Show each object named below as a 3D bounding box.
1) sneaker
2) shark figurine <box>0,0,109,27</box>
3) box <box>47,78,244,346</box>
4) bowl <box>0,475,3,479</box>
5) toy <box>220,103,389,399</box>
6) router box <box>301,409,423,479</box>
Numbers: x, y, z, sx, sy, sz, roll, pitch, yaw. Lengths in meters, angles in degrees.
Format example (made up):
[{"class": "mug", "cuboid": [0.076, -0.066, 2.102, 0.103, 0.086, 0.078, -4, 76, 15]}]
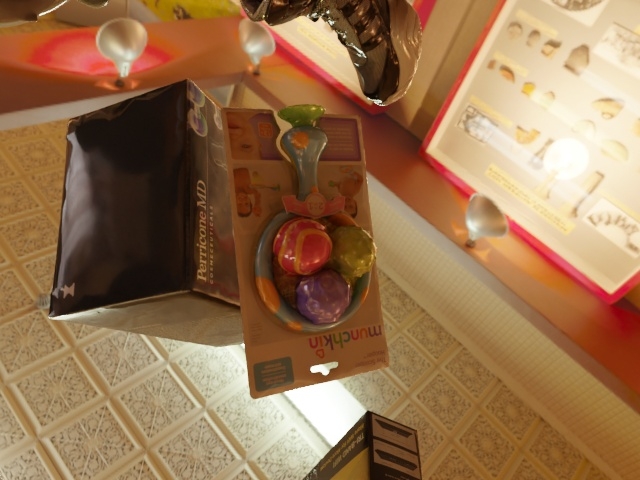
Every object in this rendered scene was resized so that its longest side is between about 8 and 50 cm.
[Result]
[{"class": "sneaker", "cuboid": [0.005, -0.221, 0.458, 0.153, 0.268, 0.101, -30, -125, -9]}, {"class": "shark figurine", "cuboid": [-0.338, -0.216, 0.442, 0.279, 0.166, 0.116, 3, -119, -21]}, {"class": "box", "cuboid": [-0.183, -0.003, 0.779, 0.212, 0.395, 0.293, -12, -110, 18]}, {"class": "bowl", "cuboid": [-0.390, 0.263, 0.441, 0.156, 0.289, 0.289, -31, -115, -34]}, {"class": "toy", "cuboid": [0.000, 0.000, 0.404, 0.137, 0.056, 0.237, -5, -98, -28]}, {"class": "router box", "cuboid": [0.014, 0.401, 0.590, 0.081, 0.308, 0.242, 26, -150, -12]}]
